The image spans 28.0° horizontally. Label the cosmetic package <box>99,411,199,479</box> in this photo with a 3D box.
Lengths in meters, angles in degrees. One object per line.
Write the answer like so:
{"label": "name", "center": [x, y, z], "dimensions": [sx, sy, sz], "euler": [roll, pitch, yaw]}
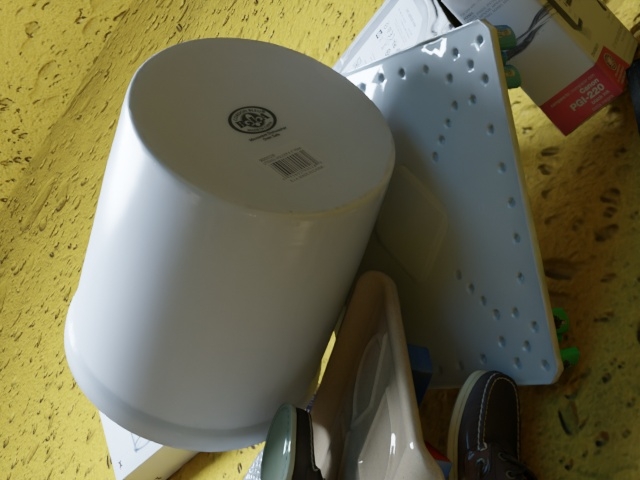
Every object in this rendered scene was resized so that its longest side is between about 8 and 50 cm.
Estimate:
{"label": "cosmetic package", "center": [-0.209, 0.161, 1.956], "dimensions": [0.377, 0.097, 0.284], "euler": [-42, 57, 34]}

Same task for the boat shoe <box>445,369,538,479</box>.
{"label": "boat shoe", "center": [0.183, 0.265, 1.308], "dimensions": [0.092, 0.103, 0.285], "euler": [-16, 51, 42]}

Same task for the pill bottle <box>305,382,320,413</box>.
{"label": "pill bottle", "center": [-0.032, 0.248, 1.705], "dimensions": [0.067, 0.067, 0.120], "euler": [-34, 39, 42]}

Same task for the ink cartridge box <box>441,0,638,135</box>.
{"label": "ink cartridge box", "center": [0.253, -0.251, 1.466], "dimensions": [0.092, 0.218, 0.158], "euler": [-40, 11, 35]}

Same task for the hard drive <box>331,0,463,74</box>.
{"label": "hard drive", "center": [0.085, -0.229, 1.936], "dimensions": [0.339, 0.064, 0.237], "euler": [-50, 30, 23]}

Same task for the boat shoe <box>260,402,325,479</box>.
{"label": "boat shoe", "center": [-0.027, 0.300, 1.450], "dimensions": [0.081, 0.068, 0.228], "euler": [147, 130, -62]}

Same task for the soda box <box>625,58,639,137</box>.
{"label": "soda box", "center": [0.376, -0.131, 1.373], "dimensions": [0.060, 0.053, 0.169], "euler": [-39, 35, 37]}

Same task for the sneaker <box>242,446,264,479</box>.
{"label": "sneaker", "center": [-0.070, 0.402, 1.559], "dimensions": [0.126, 0.127, 0.321], "euler": [-128, 61, -78]}

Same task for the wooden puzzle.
{"label": "wooden puzzle", "center": [0.064, 0.255, 1.432], "dimensions": [0.348, 0.080, 0.322], "euler": [-103, 26, -56]}

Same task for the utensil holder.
{"label": "utensil holder", "center": [-0.112, 0.003, 1.507], "dimensions": [0.327, 0.327, 0.385], "euler": [-96, 19, -46]}

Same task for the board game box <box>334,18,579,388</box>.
{"label": "board game box", "center": [0.121, -0.023, 1.503], "dimensions": [0.390, 0.050, 0.390], "euler": [-12, 89, 55]}
